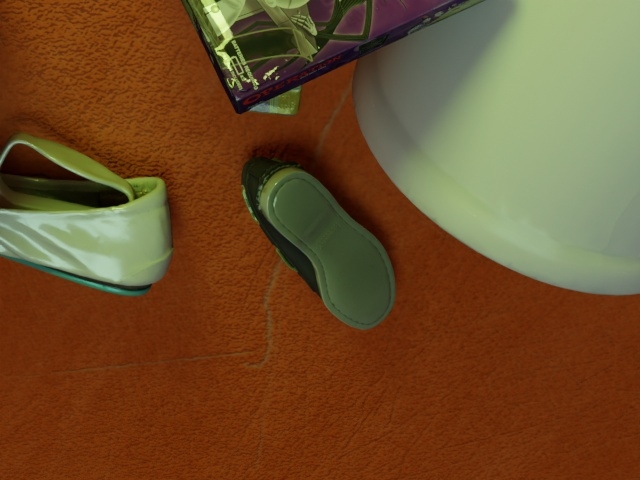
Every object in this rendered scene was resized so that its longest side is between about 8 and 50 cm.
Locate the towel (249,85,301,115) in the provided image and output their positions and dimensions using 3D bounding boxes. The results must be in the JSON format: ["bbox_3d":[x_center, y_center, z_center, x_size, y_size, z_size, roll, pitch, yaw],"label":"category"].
[{"bbox_3d":[-0.046,-0.149,1.651,0.060,0.009,0.083,8,134,-2],"label":"towel"}]

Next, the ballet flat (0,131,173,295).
[{"bbox_3d":[-0.331,-0.050,1.709,0.400,0.139,0.139,11,134,-11],"label":"ballet flat"}]

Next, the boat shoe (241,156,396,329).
[{"bbox_3d":[0.000,0.000,1.752,0.081,0.068,0.228,-44,131,-9],"label":"boat shoe"}]

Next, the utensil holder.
[{"bbox_3d":[0.246,-0.206,1.362,0.327,0.328,0.385,18,130,-12],"label":"utensil holder"}]

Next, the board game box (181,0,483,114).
[{"bbox_3d":[-0.040,-0.286,1.259,0.208,0.347,0.056,-25,172,-8],"label":"board game box"}]
